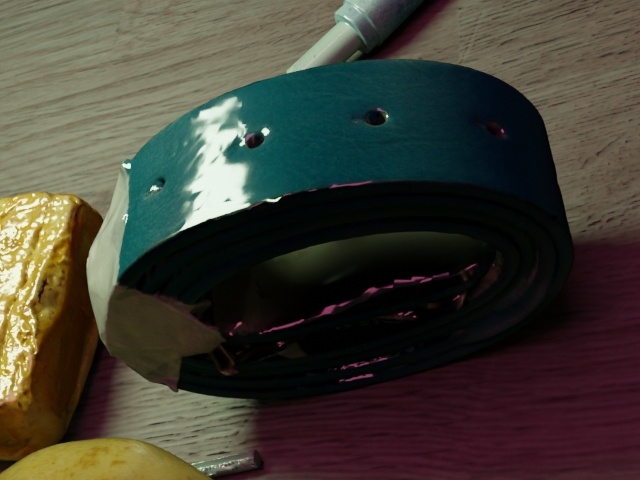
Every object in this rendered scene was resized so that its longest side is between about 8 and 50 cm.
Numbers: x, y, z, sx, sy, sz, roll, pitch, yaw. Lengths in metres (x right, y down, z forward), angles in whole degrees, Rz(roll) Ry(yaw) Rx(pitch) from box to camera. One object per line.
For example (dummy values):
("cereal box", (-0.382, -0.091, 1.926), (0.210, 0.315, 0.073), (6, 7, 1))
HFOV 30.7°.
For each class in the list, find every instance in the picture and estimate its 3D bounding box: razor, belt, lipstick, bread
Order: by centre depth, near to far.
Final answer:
("belt", (0.001, -0.001, 1.056), (0.437, 0.300, 0.173), (-19, 49, 15))
("razor", (-0.156, 0.235, 1.150), (0.211, 0.036, 0.084), (-13, 74, 12))
("bread", (-0.334, 0.089, 1.285), (0.167, 0.132, 0.294), (-8, 51, 22))
("lipstick", (0.037, -0.246, 1.383), (0.274, 0.068, 0.061), (-44, 54, -10))

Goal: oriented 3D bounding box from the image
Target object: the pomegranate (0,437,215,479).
("pomegranate", (-0.177, 0.304, 0.907), (0.319, 0.319, 0.319), (-15, 50, 18))
